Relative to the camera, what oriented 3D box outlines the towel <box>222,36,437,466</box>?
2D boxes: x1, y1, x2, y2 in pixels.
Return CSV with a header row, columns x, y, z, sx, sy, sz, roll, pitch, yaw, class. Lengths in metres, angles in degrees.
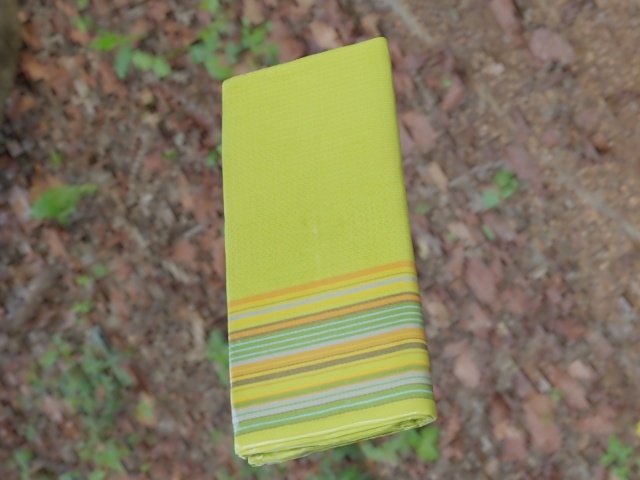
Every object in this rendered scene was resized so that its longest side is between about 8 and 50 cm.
x,y,z,sx,sy,sz,roll,pitch,yaw,class
0.000,0.000,0.816,0.021,0.102,0.237,59,-158,-54,towel
